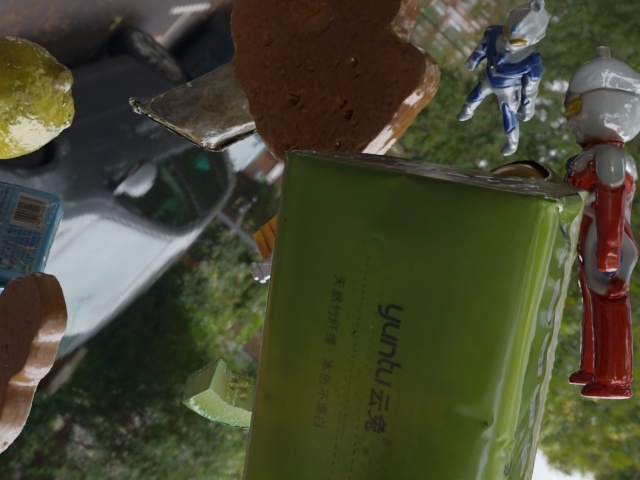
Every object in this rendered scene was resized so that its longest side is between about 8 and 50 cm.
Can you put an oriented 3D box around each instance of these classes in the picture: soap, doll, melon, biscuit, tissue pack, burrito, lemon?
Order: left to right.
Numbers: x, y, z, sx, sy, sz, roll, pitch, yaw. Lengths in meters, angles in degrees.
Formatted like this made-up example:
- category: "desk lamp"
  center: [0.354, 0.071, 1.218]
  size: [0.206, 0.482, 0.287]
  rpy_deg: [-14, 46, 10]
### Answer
- category: "biscuit"
  center: [-0.399, 0.172, 1.055]
  size: [0.334, 0.047, 0.202]
  rpy_deg: [-47, -133, 21]
- category: "soap"
  center: [-0.502, 0.001, 1.411]
  size: [0.293, 0.156, 0.077]
  rpy_deg: [-94, -154, -53]
- category: "lemon"
  center: [-0.647, -0.291, 1.827]
  size: [0.320, 0.245, 0.245]
  rpy_deg: [-12, -162, 15]
- category: "burrito"
  center: [-0.180, -0.256, 1.692]
  size: [0.348, 0.175, 0.107]
  rpy_deg: [-20, 153, -1]
- category: "melon"
  center: [-0.103, 0.237, 1.375]
  size: [0.118, 0.210, 0.064]
  rpy_deg: [114, -15, -48]
- category: "biscuit"
  center: [0.005, -0.313, 1.409]
  size: [0.350, 0.455, 0.078]
  rpy_deg: [-22, 157, 29]
- category: "tissue pack"
  center: [0.070, 0.080, 0.676]
  size: [0.167, 0.200, 0.274]
  rpy_deg: [-13, 112, -64]
- category: "doll"
  center: [0.219, -0.206, 1.065]
  size: [0.057, 0.114, 0.227]
  rpy_deg: [-28, 153, -25]
- category: "doll"
  center: [0.311, -0.024, 0.982]
  size: [0.188, 0.099, 0.383]
  rpy_deg: [31, 63, -79]

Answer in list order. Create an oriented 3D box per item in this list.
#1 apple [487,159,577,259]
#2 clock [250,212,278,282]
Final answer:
- category: "apple"
  center: [0.324, -0.027, 1.480]
  size: [0.237, 0.237, 0.207]
  rpy_deg: [-54, 147, -45]
- category: "clock"
  center: [0.000, 0.000, 1.867]
  size: [0.310, 0.166, 0.235]
  rpy_deg: [-26, 172, -1]
